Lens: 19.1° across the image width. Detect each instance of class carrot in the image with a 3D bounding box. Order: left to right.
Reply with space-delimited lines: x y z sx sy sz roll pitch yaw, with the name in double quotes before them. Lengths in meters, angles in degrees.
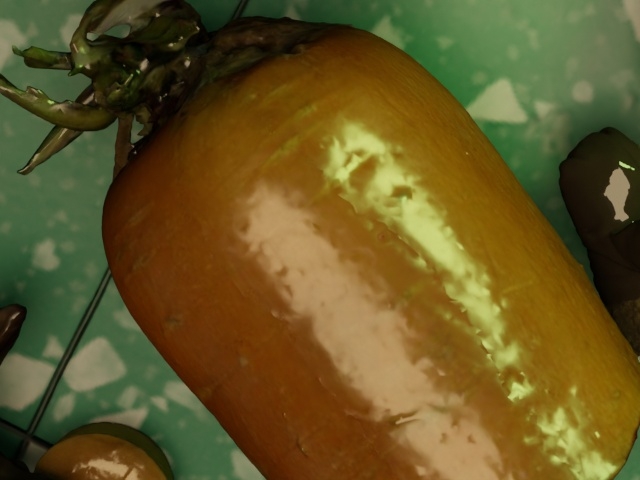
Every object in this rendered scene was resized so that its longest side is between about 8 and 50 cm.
"carrot" 0.000 0.000 0.948 0.193 0.214 0.331 -40 92 0

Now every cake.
"cake" -0.123 0.144 1.073 0.084 0.044 0.084 1 105 3

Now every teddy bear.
"teddy bear" 0.170 0.021 0.971 0.078 0.119 0.160 -38 90 -5

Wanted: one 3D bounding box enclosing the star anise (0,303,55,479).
"star anise" -0.273 0.143 1.048 0.315 0.108 0.315 6 113 14
